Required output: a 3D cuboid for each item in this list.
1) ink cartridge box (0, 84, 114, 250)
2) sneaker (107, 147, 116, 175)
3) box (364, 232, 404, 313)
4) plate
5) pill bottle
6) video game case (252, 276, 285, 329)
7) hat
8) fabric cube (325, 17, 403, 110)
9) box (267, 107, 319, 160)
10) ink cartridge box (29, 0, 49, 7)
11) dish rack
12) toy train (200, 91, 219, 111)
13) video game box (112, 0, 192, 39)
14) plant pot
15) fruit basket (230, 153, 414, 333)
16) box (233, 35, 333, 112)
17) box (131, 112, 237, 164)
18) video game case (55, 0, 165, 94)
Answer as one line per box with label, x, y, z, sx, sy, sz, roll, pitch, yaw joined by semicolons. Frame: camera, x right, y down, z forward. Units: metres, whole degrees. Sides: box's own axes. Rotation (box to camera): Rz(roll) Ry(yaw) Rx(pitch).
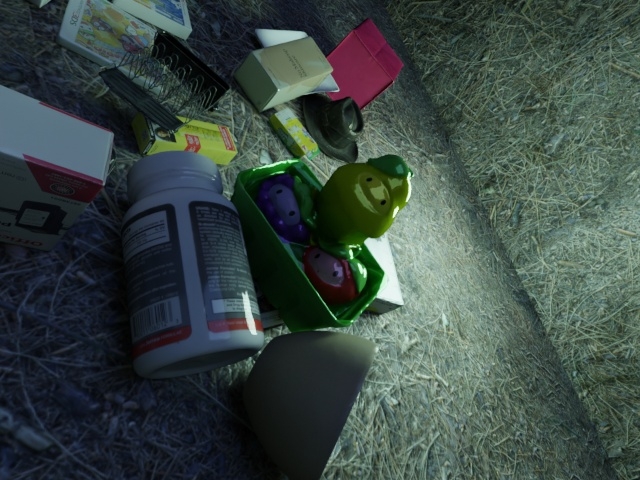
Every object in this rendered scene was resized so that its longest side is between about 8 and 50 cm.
ink cartridge box;-0.426;-0.088;0.569;0.171;0.237;0.100;20;53;-41
sneaker;-0.435;-0.137;0.729;0.072;0.077;0.178;52;36;-11
box;0.145;0.067;1.252;0.169;0.087;0.290;19;51;-41
plate;-0.089;-0.654;1.519;0.278;0.045;0.277;-27;87;-45
pill bottle;-0.234;0.038;0.724;0.210;0.210;0.363;9;58;-46
video game case;-0.146;0.090;0.931;0.210;0.041;0.232;-2;66;-51
hat;0.076;-0.452;1.517;0.331;0.134;0.332;28;45;-33
fabric cube;0.157;-0.719;1.707;0.259;0.254;0.258;47;39;-16
box;-0.081;-0.338;1.324;0.179;0.043;0.105;50;36;-7
ink cartridge box;-0.564;-0.623;0.865;0.092;0.158;0.218;32;43;-29
dish rack;-0.346;-0.358;0.923;0.208;0.074;0.272;38;34;-13
toy train;-0.331;-0.415;1.101;0.158;0.027;0.036;55;47;-6
video game box;-0.465;-0.672;1.115;0.205;0.048;0.187;6;57;-48
plant pot;-0.033;0.284;0.770;0.190;0.284;0.284;25;35;12
fruit basket;0.021;-0.032;0.859;0.392;0.392;0.283;58;36;1
box;-0.113;-0.545;1.327;0.148;0.121;0.311;53;47;-7
box;-0.313;-0.238;0.962;0.232;0.058;0.087;-1;64;-50
video game case;-0.480;-0.477;0.970;0.226;0.026;0.207;21;50;-40
